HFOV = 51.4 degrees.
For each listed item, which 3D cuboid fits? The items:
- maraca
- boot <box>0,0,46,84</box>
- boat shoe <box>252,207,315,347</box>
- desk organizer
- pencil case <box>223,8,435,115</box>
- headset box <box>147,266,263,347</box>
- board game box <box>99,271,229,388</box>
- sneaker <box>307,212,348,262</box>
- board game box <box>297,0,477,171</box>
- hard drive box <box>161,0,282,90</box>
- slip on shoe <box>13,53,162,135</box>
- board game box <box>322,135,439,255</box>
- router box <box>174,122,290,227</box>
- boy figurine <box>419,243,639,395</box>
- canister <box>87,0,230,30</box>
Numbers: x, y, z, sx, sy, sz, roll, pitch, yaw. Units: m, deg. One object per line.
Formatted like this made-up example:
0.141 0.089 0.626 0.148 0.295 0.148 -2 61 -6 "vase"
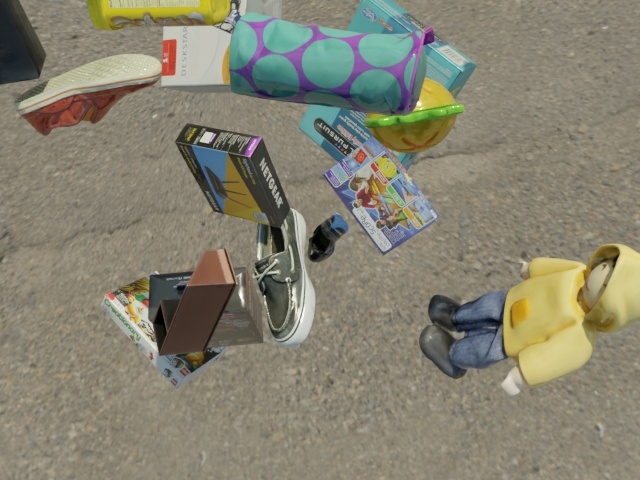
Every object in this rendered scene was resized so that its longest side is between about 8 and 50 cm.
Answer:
0.120 -0.162 0.862 0.127 0.185 0.099 -13 101 3 "maraca"
-0.738 -0.474 1.174 0.367 0.146 0.445 5 146 8 "boot"
-0.096 0.066 1.432 0.121 0.335 0.119 -29 142 30 "boat shoe"
-0.131 0.065 0.677 0.050 0.047 0.130 -1 141 -29 "desk organizer"
0.005 -0.136 0.505 0.152 0.064 0.070 12 71 15 "pencil case"
-0.256 0.157 1.522 0.218 0.293 0.110 -5 66 1 "headset box"
-0.413 0.232 1.776 0.305 0.193 0.053 44 123 10 "board game box"
0.000 0.000 1.483 0.078 0.188 0.067 -31 79 -26 "sneaker"
0.127 -0.298 1.395 0.254 0.079 0.336 43 130 14 "board game box"
-0.183 -0.364 1.211 0.089 0.232 0.181 -5 100 -48 "hard drive box"
-0.459 -0.294 1.347 0.331 0.123 0.101 -14 126 17 "slip on shoe"
0.115 -0.087 1.286 0.136 0.035 0.201 -35 93 29 "board game box"
-0.133 -0.099 1.040 0.133 0.046 0.179 13 151 22 "router box"
0.239 0.086 0.729 0.092 0.285 0.177 38 55 -19 "boy figurine"
-0.224 -0.341 0.946 0.170 0.126 0.073 1 114 7 "canister"
